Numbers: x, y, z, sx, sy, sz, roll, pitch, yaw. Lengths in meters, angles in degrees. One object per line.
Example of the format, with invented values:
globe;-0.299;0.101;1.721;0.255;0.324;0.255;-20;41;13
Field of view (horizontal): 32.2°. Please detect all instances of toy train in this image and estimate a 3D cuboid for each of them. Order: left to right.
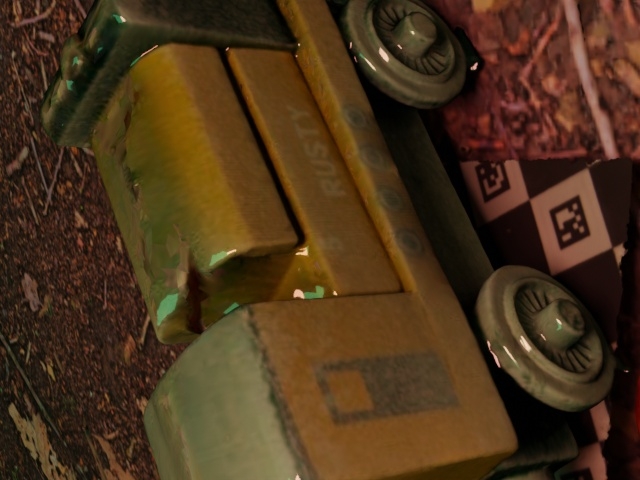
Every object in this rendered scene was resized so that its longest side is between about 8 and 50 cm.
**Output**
toy train;0.000;0.000;0.633;0.160;0.253;0.397;-47;55;42

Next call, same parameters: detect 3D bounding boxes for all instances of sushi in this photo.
sushi;0.102;0.073;0.749;0.290;0.050;0.264;8;97;55

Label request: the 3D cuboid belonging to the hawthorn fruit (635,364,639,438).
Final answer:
hawthorn fruit;0.213;0.068;0.464;0.179;0.200;0.179;17;114;45
